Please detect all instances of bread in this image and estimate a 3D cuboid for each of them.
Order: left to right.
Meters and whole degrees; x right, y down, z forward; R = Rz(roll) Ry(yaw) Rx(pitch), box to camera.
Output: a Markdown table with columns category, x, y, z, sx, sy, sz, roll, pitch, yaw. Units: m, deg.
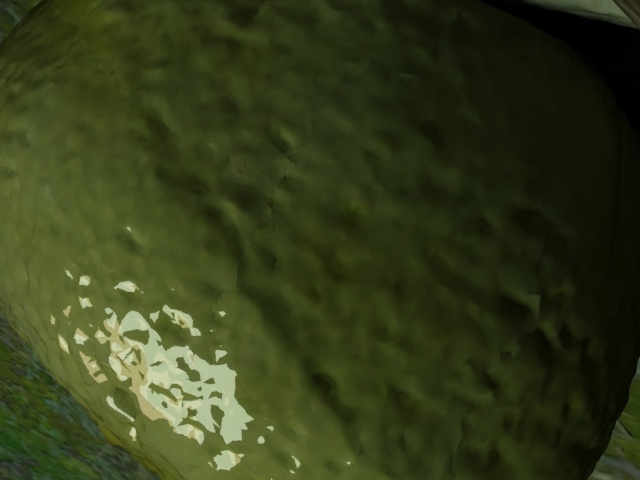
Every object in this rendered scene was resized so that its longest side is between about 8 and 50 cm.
| category | x | y | z | sx | sy | sz | roll | pitch | yaw |
| --- | --- | --- | --- | --- | --- | --- | --- | --- | --- |
| bread | -0.006 | 0.010 | 0.835 | 0.320 | 0.237 | 0.320 | 29 | 170 | 6 |

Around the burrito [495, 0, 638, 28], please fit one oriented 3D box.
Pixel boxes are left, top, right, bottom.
| category | x | y | z | sx | sy | sz | roll | pitch | yaw |
| --- | --- | --- | --- | --- | --- | --- | --- | --- | --- |
| burrito | 0.129 | -0.104 | 0.724 | 0.226 | 0.060 | 0.087 | 18 | -179 | 32 |

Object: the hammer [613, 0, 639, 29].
| category | x | y | z | sx | sy | sz | roll | pitch | yaw |
| --- | --- | --- | --- | --- | --- | --- | --- | --- | --- |
| hammer | 0.192 | -0.008 | 0.654 | 0.409 | 0.095 | 0.242 | 40 | 159 | -29 |
